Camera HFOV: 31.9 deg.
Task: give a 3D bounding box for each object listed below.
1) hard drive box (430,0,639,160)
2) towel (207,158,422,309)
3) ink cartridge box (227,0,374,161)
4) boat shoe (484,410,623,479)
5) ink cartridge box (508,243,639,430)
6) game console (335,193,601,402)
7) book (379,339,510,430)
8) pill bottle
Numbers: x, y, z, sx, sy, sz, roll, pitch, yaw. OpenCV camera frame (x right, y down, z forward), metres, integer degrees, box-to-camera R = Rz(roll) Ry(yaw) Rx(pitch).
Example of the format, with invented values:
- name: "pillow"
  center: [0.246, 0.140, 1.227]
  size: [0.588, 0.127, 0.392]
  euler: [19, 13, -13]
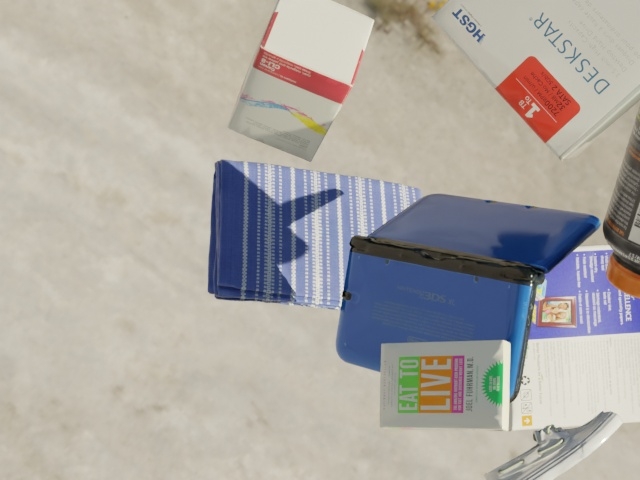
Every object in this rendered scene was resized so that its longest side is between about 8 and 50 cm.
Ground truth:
- name: "hard drive box"
  center: [0.249, -0.215, 0.999]
  size: [0.181, 0.232, 0.089]
  euler: [48, 20, 9]
- name: "towel"
  center: [0.000, 0.000, 1.667]
  size: [0.336, 0.040, 0.243]
  euler: [8, 56, -15]
- name: "ink cartridge box"
  center: [-0.029, -0.215, 1.458]
  size: [0.127, 0.176, 0.128]
  euler: [21, 55, -7]
- name: "boat shoe"
  center: [0.348, 0.313, 1.681]
  size: [0.076, 0.226, 0.083]
  euler: [53, -11, 14]
- name: "ink cartridge box"
  center: [0.455, 0.160, 1.893]
  size: [0.072, 0.307, 0.304]
  euler: [155, -68, -82]
- name: "game console"
  center: [0.192, 0.065, 1.488]
  size: [0.293, 0.250, 0.173]
  euler: [11, 3, 43]
- name: "book"
  center: [0.136, 0.160, 1.228]
  size: [0.035, 0.144, 0.096]
  euler: [30, 60, -57]
- name: "pill bottle"
  center: [0.409, -0.052, 1.309]
  size: [0.130, 0.246, 0.130]
  euler: [9, 28, -5]
